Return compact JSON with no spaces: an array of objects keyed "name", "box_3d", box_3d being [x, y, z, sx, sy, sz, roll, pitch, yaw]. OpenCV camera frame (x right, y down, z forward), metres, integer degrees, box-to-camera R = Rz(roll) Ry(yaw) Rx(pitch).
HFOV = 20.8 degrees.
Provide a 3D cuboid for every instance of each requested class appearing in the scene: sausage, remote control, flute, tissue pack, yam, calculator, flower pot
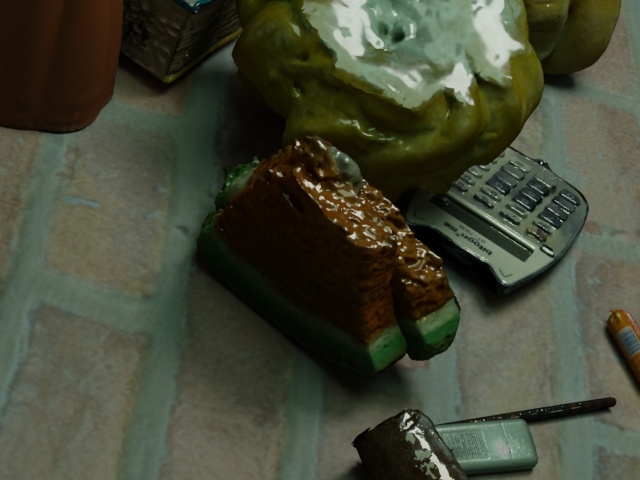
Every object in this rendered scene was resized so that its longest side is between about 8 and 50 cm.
[{"name":"sausage","box_3d":[0.330,0.110,1.834,0.031,0.031,0.107,1,45,-26]},{"name":"remote control","box_3d":[0.149,0.196,1.652,0.124,0.018,0.053,-2,61,-28]},{"name":"flute","box_3d":[0.182,0.175,1.703,0.269,0.014,0.014,-5,47,-31]},{"name":"tissue pack","box_3d":[-0.210,-0.312,1.956,0.271,0.134,0.192,35,40,13]},{"name":"yam","box_3d":[0.094,0.221,1.557,0.079,0.079,0.141,-9,52,-34]},{"name":"calculator","box_3d":[0.197,-0.034,1.922,0.177,0.040,0.268,35,40,12]},{"name":"flower pot","box_3d":[-0.287,-0.232,1.802,0.190,0.173,0.191,13,43,-12]}]

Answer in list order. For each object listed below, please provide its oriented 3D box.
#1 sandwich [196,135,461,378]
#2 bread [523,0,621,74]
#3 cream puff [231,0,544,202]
[{"name":"sandwich","box_3d":[0.005,0.012,1.665,0.292,0.212,0.109,46,58,6]},{"name":"bread","box_3d":[0.233,-0.357,2.172,0.341,0.210,0.300,7,44,-20]},{"name":"cream puff","box_3d":[0.062,-0.159,1.857,0.323,0.270,0.274,7,66,-6]}]
